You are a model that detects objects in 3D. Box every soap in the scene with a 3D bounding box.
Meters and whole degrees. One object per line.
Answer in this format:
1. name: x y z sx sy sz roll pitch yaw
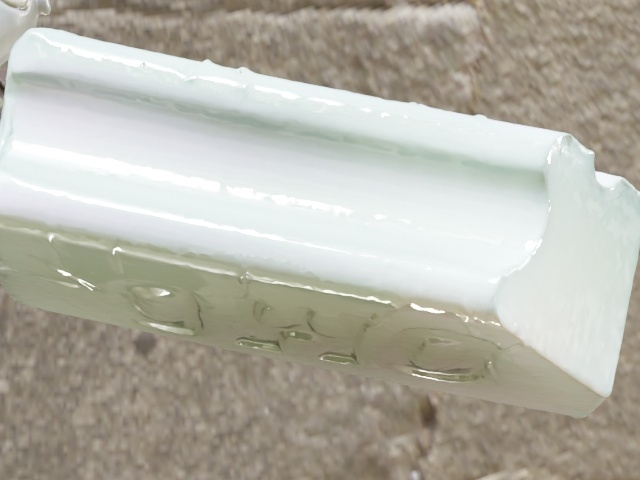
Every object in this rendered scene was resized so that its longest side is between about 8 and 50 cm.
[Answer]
1. soap: 0.000 0.000 0.796 0.289 0.173 0.095 11 74 1

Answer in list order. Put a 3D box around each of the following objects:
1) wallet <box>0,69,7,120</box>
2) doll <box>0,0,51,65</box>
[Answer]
1. wallet: -0.161 -0.100 1.433 0.229 0.182 0.049 3 109 -40
2. doll: -0.233 -0.186 1.203 0.102 0.075 0.227 11 80 -1
